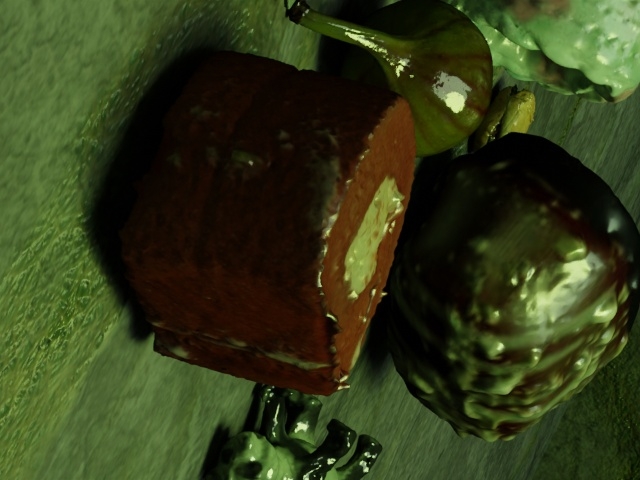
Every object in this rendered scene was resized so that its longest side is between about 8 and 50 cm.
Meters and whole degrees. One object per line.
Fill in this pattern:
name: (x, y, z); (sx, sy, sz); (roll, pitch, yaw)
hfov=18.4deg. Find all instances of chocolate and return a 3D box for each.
chocolate: (0.173, 0.069, 1.947); (0.210, 0.225, 0.340); (-49, 159, -24)

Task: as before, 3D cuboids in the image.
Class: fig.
fig: (0.049, -0.138, 1.450); (0.124, 0.124, 0.236); (-65, 152, -2)

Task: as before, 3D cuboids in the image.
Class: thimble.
thimble: (0.199, -0.217, 1.689); (0.211, 0.185, 0.149); (24, 88, -40)

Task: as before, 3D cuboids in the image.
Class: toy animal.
toy animal: (-0.028, 0.194, 1.707); (0.121, 0.094, 0.225); (-56, 165, -2)

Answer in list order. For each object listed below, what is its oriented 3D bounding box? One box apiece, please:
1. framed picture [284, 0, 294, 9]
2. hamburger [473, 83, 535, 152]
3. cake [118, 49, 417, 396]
framed picture: (0.015, -0.262, 1.312); (0.183, 0.011, 0.142); (-58, 163, -27)
hamburger: (0.188, -0.118, 2.025); (0.083, 0.044, 0.076); (-60, 162, -29)
cake: (-0.028, -0.015, 1.295); (0.283, 0.151, 0.177); (77, 28, -65)
